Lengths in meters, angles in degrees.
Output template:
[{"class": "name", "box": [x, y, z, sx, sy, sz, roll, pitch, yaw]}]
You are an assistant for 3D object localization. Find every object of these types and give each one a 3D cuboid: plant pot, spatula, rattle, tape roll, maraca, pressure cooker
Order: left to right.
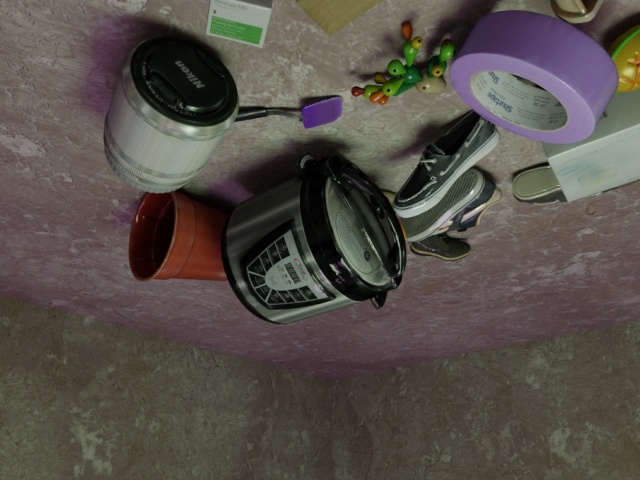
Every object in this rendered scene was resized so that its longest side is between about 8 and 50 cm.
[{"class": "plant pot", "box": [-0.363, 0.001, 1.499, 0.265, 0.273, 0.272, 14, 150, -42]}, {"class": "spatula", "box": [-0.097, -0.283, 1.178, 0.296, 0.030, 0.084, -2, 155, 2]}, {"class": "pressure cooker", "box": [0.001, -0.004, 1.341, 0.420, 0.376, 0.369, -21, 152, 29]}, {"class": "rattle", "box": [0.134, -0.063, 1.496, 0.199, 0.143, 0.130, -1, 172, -12]}, {"class": "tape roll", "box": [0.377, -0.286, 0.944, 0.274, 0.090, 0.275, 31, 177, 2]}, {"class": "maraca", "box": [0.610, -0.358, 0.979, 0.186, 0.099, 0.127, -45, 137, 19]}]

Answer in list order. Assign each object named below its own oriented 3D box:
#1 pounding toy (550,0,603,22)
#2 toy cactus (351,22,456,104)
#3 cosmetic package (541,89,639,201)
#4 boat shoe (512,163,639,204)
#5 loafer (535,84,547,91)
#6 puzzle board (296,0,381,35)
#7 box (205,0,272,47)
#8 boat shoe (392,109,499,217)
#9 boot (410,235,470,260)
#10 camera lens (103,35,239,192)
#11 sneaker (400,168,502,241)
[{"class": "pounding toy", "box": [0.382, -0.436, 0.757, 0.269, 0.154, 0.154, -24, 144, 37]}, {"class": "toy cactus", "box": [0.184, -0.333, 1.040, 0.180, 0.112, 0.219, 1, 157, -46]}, {"class": "cosmetic package", "box": [0.633, -0.223, 1.180, 0.224, 0.138, 0.224, -21, 148, 28]}, {"class": "boat shoe", "box": [0.670, -0.164, 1.347, 0.335, 0.112, 0.095, -12, 163, 30]}, {"class": "loafer", "box": [0.478, -0.323, 1.055, 0.076, 0.078, 0.223, -5, 152, 7]}, {"class": "puzzle board", "box": [0.035, -0.427, 0.924, 0.128, 0.011, 0.096, -22, 144, 35]}, {"class": "box", "box": [-0.134, -0.399, 0.878, 0.101, 0.102, 0.087, 9, 149, -15]}, {"class": "boat shoe", "box": [0.274, -0.181, 1.208, 0.301, 0.108, 0.102, -41, 130, 10]}, {"class": "boot", "box": [0.401, 0.000, 1.688, 0.197, 0.077, 0.137, 0, 147, -3]}, {"class": "camera lens", "box": [-0.304, -0.244, 1.044, 0.219, 0.220, 0.274, 15, 149, -27]}, {"class": "sneaker", "box": [0.366, -0.073, 1.484, 0.127, 0.126, 0.321, 22, 144, -27]}]
